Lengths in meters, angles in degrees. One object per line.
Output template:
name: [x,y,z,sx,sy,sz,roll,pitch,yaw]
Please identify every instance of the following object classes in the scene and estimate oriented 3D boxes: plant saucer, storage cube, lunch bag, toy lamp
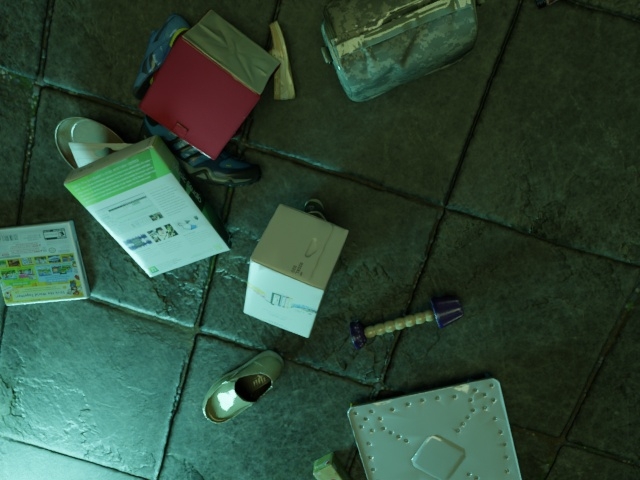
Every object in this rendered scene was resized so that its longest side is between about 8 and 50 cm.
plant saucer: [-0.514,-0.211,1.326,0.199,0.036,0.198,10,138,10]
storage cube: [-0.227,-0.325,1.190,0.215,0.183,0.193,36,126,-15]
lunch bag: [0.156,-0.416,1.135,0.305,0.256,0.212,-19,104,9]
toy lamp: [0.211,0.197,1.400,0.275,0.080,0.080,-15,104,11]

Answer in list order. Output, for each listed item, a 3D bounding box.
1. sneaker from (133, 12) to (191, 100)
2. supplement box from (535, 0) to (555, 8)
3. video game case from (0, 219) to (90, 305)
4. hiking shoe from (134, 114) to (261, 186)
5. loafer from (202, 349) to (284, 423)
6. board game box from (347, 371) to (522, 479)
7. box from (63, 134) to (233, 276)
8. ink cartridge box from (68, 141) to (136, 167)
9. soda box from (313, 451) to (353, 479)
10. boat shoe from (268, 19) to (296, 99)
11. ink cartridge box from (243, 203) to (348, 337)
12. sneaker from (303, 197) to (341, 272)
sneaker: [-0.363,-0.412,1.284,0.209,0.069,0.082,-48,70,21]
supplement box: [0.457,-0.612,1.150,0.130,0.073,0.239,-27,101,12]
video game case: [-0.719,0.059,1.460,0.227,0.026,0.206,-6,105,5]
hiking shoe: [-0.275,-0.211,1.301,0.304,0.113,0.132,17,107,0]
loafer: [-0.210,0.387,1.477,0.268,0.092,0.102,-43,99,14]
board game box: [0.307,0.558,1.507,0.390,0.050,0.390,-14,105,8]
box: [-0.379,-0.066,1.302,0.232,0.058,0.322,-18,131,15]
ink cartridge box: [-0.452,-0.141,1.318,0.181,0.056,0.224,2,131,7]
soda box: [0.054,0.671,1.555,0.061,0.058,0.181,-30,101,12]
boat shoe: [-0.097,-0.393,1.262,0.059,0.063,0.170,-11,105,2]
ink cartridge box: [-0.058,0.071,1.277,0.168,0.171,0.232,21,144,3]
sneaker: [0.000,0.000,1.353,0.064,0.086,0.192,-15,104,9]
